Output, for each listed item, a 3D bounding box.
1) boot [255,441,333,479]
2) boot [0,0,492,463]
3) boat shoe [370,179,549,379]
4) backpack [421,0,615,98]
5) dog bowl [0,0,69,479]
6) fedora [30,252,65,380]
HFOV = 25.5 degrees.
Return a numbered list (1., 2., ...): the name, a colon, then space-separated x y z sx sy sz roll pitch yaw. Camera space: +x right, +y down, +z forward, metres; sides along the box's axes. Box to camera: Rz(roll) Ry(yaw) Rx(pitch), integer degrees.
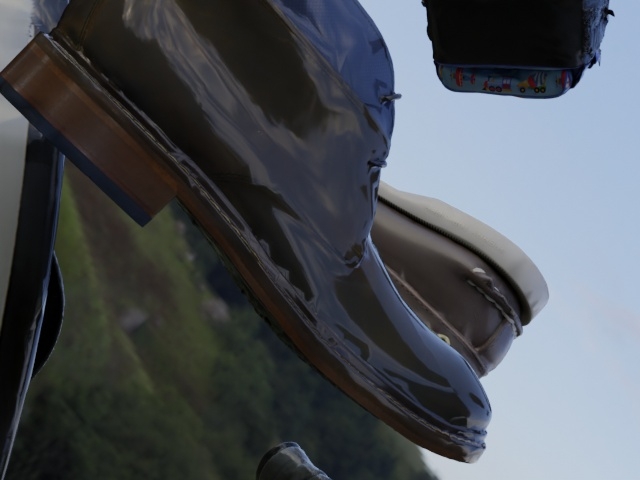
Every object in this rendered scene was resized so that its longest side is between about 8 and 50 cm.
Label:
1. boot: 0.009 0.293 1.134 0.161 0.083 0.247 23 -64 49
2. boot: 0.007 -0.018 0.478 0.219 0.106 0.082 42 -2 -24
3. boat shoe: 0.000 0.000 0.996 0.324 0.097 0.116 28 -22 29
4. backpack: 0.189 -0.212 1.270 0.158 0.173 0.117 5 -61 24
5. dog bowl: -0.255 -0.002 0.647 0.150 0.408 0.408 11 10 -29
6. fedora: -0.397 0.067 1.216 0.334 0.334 0.152 55 18 -19
